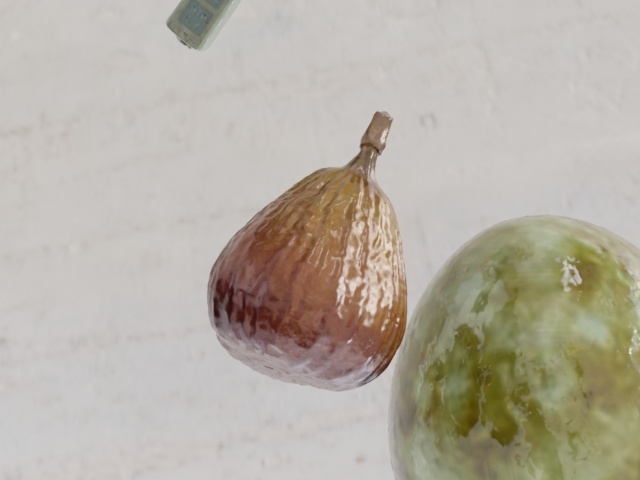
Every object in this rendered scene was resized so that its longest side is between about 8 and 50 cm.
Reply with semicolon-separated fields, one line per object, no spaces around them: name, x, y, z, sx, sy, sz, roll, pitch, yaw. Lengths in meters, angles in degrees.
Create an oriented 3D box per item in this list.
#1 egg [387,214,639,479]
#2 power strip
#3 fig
egg;0.159;0.114;1.233;0.238;0.238;0.289;-18;114;4
power strip;-0.057;-0.145;1.061;0.027;0.017;0.083;38;105;7
fig;-0.008;0.009;1.006;0.119;0.119;0.153;1;102;-3
